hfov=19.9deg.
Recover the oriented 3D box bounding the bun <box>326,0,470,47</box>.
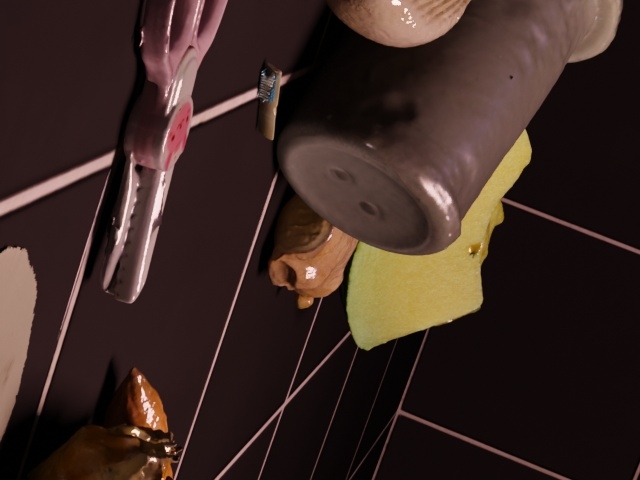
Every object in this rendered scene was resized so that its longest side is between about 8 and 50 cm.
[{"bbox_3d":[0.064,-0.242,1.466,0.173,0.113,0.166,-3,112,-54],"label":"bun"}]

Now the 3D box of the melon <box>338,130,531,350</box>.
[{"bbox_3d":[0.127,-0.077,1.950,0.331,0.226,0.343,-53,153,-29],"label":"melon"}]

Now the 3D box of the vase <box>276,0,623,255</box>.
[{"bbox_3d":[0.104,-0.149,1.623,0.291,0.245,0.245,-57,167,-26],"label":"vase"}]

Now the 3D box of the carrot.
[{"bbox_3d":[-0.143,0.169,1.389,0.072,0.072,0.205,-58,161,-48],"label":"carrot"}]

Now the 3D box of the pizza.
[{"bbox_3d":[-0.174,0.225,1.188,0.223,0.089,0.323,115,-1,-58],"label":"pizza"}]

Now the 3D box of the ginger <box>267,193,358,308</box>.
[{"bbox_3d":[0.002,-0.004,1.792,0.137,0.074,0.213,-58,166,-5],"label":"ginger"}]

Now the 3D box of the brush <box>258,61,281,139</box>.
[{"bbox_3d":[-0.043,-0.109,1.459,0.013,0.016,0.083,-48,161,-31],"label":"brush"}]

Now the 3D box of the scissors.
[{"bbox_3d":[-0.101,-0.075,1.149,0.118,0.031,0.242,-44,151,-69],"label":"scissors"}]

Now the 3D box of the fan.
[{"bbox_3d":[-0.209,0.149,1.090,0.414,0.012,0.233,93,20,-64],"label":"fan"}]
